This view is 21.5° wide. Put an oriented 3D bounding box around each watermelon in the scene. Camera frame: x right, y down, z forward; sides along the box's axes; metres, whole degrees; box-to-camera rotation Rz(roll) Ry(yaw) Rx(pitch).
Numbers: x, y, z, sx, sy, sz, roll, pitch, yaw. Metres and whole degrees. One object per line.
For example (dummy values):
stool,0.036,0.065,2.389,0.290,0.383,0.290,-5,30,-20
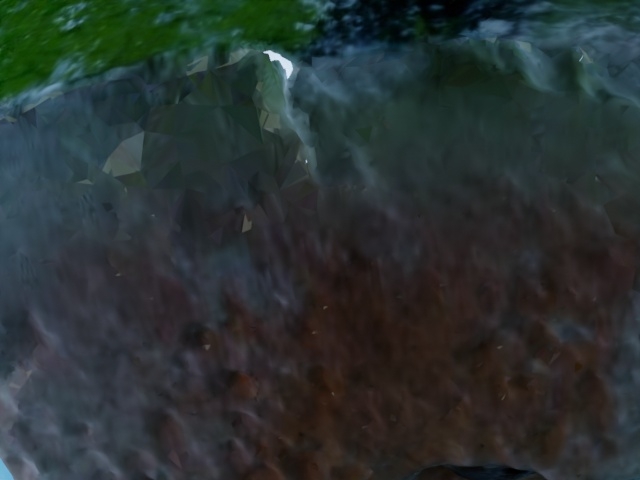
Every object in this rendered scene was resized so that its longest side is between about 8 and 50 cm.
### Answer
watermelon,-0.004,-0.005,0.586,0.264,0.151,0.302,-11,93,10
